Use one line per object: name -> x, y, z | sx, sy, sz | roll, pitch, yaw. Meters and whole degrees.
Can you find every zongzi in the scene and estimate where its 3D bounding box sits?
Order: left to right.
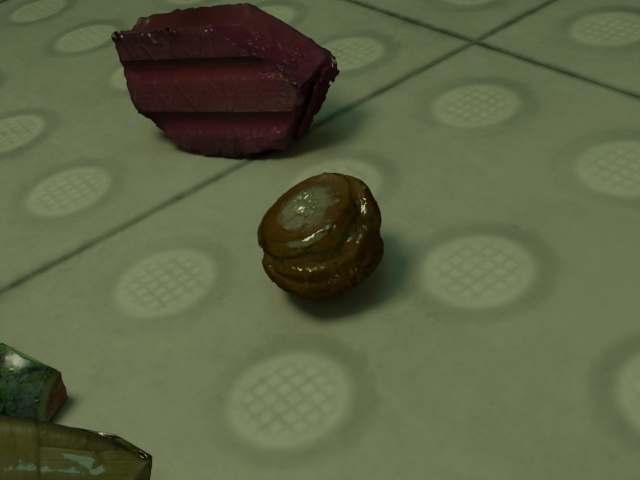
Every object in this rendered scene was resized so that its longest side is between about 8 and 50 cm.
zongzi -> -0.265, 0.196, 0.709 | 0.228, 0.115, 0.256 | 4, -5, -16

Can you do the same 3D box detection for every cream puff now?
cream puff -> 0.004, 0.002, 0.859 | 0.126, 0.103, 0.144 | -10, 34, 25

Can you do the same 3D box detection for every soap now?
soap -> -0.117, -0.210, 1.111 | 0.289, 0.182, 0.112 | 5, 38, 29

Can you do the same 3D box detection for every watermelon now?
watermelon -> -0.286, 0.148, 0.798 | 0.084, 0.072, 0.092 | 29, 90, 27
